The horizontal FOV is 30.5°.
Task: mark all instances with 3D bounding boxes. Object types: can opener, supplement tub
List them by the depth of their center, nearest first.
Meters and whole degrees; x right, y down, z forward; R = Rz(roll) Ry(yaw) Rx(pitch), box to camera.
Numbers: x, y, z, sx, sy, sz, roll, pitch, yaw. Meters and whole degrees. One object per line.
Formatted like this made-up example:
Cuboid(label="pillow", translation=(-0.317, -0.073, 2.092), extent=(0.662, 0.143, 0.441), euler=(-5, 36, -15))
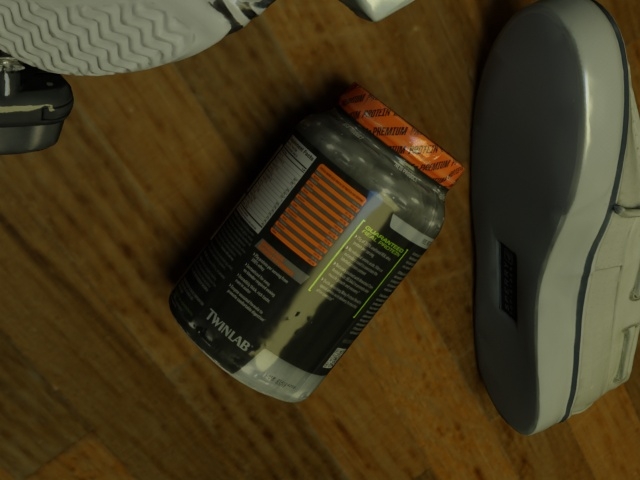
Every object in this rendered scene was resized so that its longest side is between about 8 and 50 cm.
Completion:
Cuboid(label="can opener", translation=(-0.225, -0.075, 0.630), extent=(0.186, 0.059, 0.073), euler=(-2, 119, -28))
Cuboid(label="supplement tub", translation=(0.000, 0.000, 0.759), extent=(0.117, 0.117, 0.190), euler=(33, 99, -38))

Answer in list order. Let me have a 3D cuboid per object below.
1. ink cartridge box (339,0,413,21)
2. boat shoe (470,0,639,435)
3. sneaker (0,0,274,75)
Cuboid(label="ink cartridge box", translation=(0.054, -0.352, 0.574), extent=(0.308, 0.091, 0.385), euler=(-35, 121, -5))
Cuboid(label="boat shoe", translation=(0.208, -0.018, 0.851), extent=(0.156, 0.136, 0.367), euler=(-18, 128, -18))
Cuboid(label="sneaker", translation=(-0.005, -0.220, 0.492), extent=(0.137, 0.210, 0.366), euler=(44, 122, -15))
